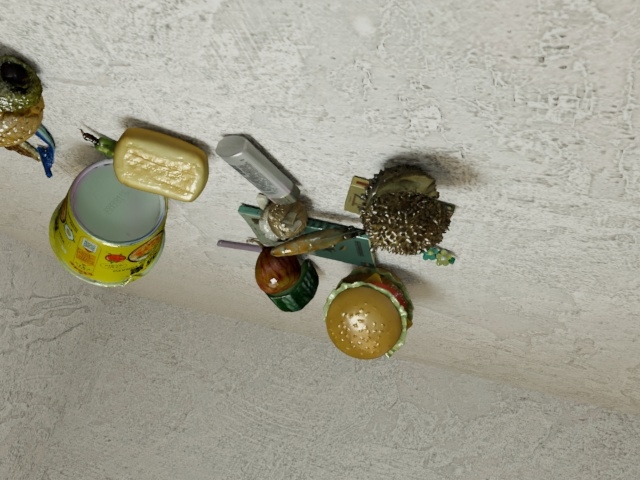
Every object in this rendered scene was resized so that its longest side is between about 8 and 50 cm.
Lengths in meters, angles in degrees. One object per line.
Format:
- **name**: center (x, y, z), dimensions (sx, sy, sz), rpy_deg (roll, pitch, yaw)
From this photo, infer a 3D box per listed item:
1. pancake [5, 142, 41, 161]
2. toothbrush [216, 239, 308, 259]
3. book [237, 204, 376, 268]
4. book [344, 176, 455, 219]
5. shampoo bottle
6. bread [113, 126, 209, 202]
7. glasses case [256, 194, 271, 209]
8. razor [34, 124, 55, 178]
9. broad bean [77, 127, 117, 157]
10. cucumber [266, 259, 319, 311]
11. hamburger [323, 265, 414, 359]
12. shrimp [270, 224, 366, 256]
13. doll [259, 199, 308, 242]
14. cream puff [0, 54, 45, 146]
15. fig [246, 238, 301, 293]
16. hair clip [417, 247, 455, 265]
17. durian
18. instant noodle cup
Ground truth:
- **pancake**: center (-0.879, -0.272, 1.678), dimensions (0.266, 0.057, 0.244), rpy_deg (0, 156, 41)
- **toothbrush**: center (-0.199, 0.027, 2.004), dimensions (0.354, 0.024, 0.029), rpy_deg (8, 153, 27)
- **book**: center (-0.028, -0.006, 1.734), dimensions (0.380, 0.031, 0.264), rpy_deg (12, 163, 14)
- **book**: center (0.171, -0.073, 1.362), dimensions (0.231, 0.026, 0.161), rpy_deg (16, 162, 1)
- **shampoo bottle**: center (-0.135, -0.153, 1.352), dimensions (0.086, 0.055, 0.227), rpy_deg (6, 159, 34)
- **bread**: center (-0.362, -0.177, 1.388), dimensions (0.217, 0.098, 0.147), rpy_deg (19, 120, -8)
- **glasses case**: center (-0.147, -0.098, 1.583), dimensions (0.032, 0.021, 0.083), rpy_deg (13, 162, 11)
- **razor**: center (-0.728, -0.272, 1.562), dimensions (0.056, 0.093, 0.324), rpy_deg (-20, 167, -18)
- **broad bean**: center (-0.433, -0.196, 1.480), dimensions (0.318, 0.056, 0.098), rpy_deg (19, 180, -8)
- **cucumber**: center (-0.114, 0.143, 2.033), dimensions (0.191, 0.191, 0.130), rpy_deg (9, 152, 23)
- **hamburger**: center (0.138, 0.229, 1.818), dimensions (0.275, 0.212, 0.274), rpy_deg (8, 116, 17)
- **shrimp**: center (0.000, 0.000, 1.587), dimensions (0.262, 0.051, 0.198), rpy_deg (-16, 179, 8)
- **doll**: center (-0.089, -0.057, 1.506), dimensions (0.105, 0.115, 0.221), rpy_deg (60, 166, 0)
- **cream puff**: center (-0.652, -0.301, 1.232), dimensions (0.183, 0.183, 0.169), rpy_deg (27, 147, -29)
- **fig**: center (-0.137, 0.080, 1.910), dimensions (0.148, 0.202, 0.149), rpy_deg (-26, 138, 26)
- **hair clip**: center (0.270, 0.029, 1.543), dimensions (0.173, 0.049, 0.049), rpy_deg (22, 162, -10)
- **durian**: center (0.153, -0.046, 1.174), dimensions (0.167, 0.196, 0.196), rpy_deg (29, 160, -15)
- **instant noodle cup**: center (-0.563, -0.061, 1.651), dimensions (0.326, 0.325, 0.254), rpy_deg (23, 152, -17)
